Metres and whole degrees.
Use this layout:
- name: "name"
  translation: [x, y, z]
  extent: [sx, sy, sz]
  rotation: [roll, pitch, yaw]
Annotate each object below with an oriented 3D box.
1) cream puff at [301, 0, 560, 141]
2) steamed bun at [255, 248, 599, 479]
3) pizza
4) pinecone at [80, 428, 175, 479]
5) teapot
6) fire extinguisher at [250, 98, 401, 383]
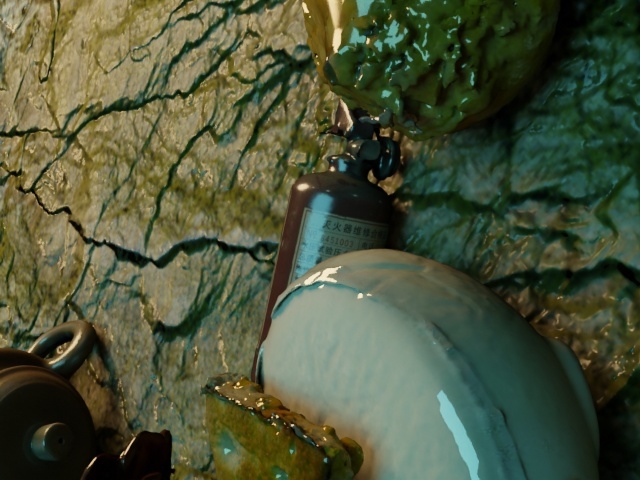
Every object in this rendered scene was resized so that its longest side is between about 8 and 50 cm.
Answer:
- name: "cream puff"
  translation: [0.058, -0.151, 0.629]
  extent: [0.189, 0.130, 0.188]
  rotation: [-10, 76, 47]
- name: "steamed bun"
  translation: [0.068, 0.105, 0.580]
  extent: [0.228, 0.131, 0.177]
  rotation: [40, 123, 40]
- name: "pizza"
  translation: [-0.015, 0.137, 0.553]
  extent: [0.178, 0.041, 0.131]
  rotation: [56, 138, 31]
- name: "pinecone"
  translation: [-0.106, 0.282, 0.643]
  extent: [0.242, 0.298, 0.295]
  rotation: [-27, 68, -5]
- name: "teapot"
  translation: [-0.276, 0.177, 0.889]
  extent: [0.175, 0.185, 0.267]
  rotation: [-14, 39, 38]
- name: "fire extinguisher"
  translation: [-0.004, 0.000, 0.706]
  extent: [0.106, 0.075, 0.252]
  rotation: [16, 96, 45]
